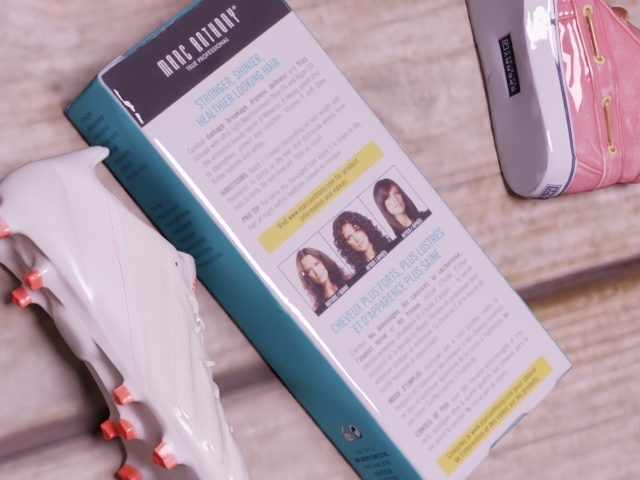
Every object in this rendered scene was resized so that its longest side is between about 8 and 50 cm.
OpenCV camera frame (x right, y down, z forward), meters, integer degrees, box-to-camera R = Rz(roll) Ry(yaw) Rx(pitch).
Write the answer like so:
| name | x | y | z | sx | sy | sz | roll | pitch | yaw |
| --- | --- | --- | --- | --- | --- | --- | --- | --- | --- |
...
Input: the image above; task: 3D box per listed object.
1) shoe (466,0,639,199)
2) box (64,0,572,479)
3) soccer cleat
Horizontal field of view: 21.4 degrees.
| name | x | y | z | sx | sy | sz | roll | pitch | yaw |
| --- | --- | --- | --- | --- | --- | --- | --- | --- | --- |
| shoe | 0.128 | -0.111 | 0.874 | 0.081 | 0.063 | 0.178 | -6 | 85 | -27 |
| box | 0.000 | 0.000 | 0.787 | 0.100 | 0.060 | 0.244 | -41 | 96 | -27 |
| soccer cleat | -0.072 | 0.046 | 0.742 | 0.076 | 0.068 | 0.196 | -33 | 89 | -30 |
